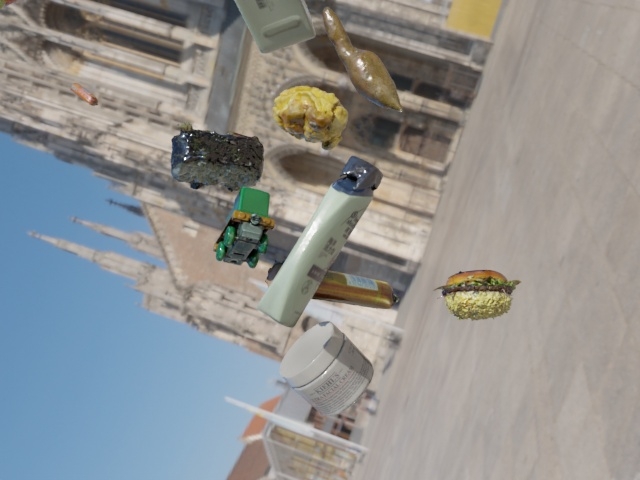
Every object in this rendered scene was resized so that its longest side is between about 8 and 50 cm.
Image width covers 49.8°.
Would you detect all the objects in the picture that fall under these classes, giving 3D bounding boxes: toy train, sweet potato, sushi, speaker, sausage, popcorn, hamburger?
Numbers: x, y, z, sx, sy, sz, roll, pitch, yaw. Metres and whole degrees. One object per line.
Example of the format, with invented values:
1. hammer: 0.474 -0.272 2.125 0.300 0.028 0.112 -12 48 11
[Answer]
1. toy train: -0.163 -0.025 1.475 0.228 0.091 0.136 133 146 -59
2. sweet potato: 0.082 -0.356 1.399 0.074 0.269 0.075 -35 -6 -4
3. sushi: -0.238 -0.185 1.586 0.147 0.212 0.115 121 146 -56
4. speaker: -0.172 -0.771 2.073 0.406 0.184 0.183 61 -167 -44
5. sausage: 0.049 0.110 1.626 0.082 0.371 0.082 -21 63 50
6. popcorn: -0.013 -0.314 1.724 0.163 0.194 0.140 25 -97 -50
7. hamburger: 0.498 0.178 2.195 0.243 0.261 0.139 -23 61 51
8. sausage: -0.682 -0.421 2.002 0.031 0.107 0.031 -42 -24 -24

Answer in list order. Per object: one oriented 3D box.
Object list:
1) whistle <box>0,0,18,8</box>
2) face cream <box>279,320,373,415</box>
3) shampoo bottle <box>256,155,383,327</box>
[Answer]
1. whistle: -0.798 -0.648 1.739 0.288 0.131 0.106 -33 -47 -37
2. face cream: 0.016 0.305 1.635 0.177 0.153 0.177 -41 15 13
3. shampoo bottle: 0.000 0.000 1.365 0.359 0.078 0.134 -58 -20 0
